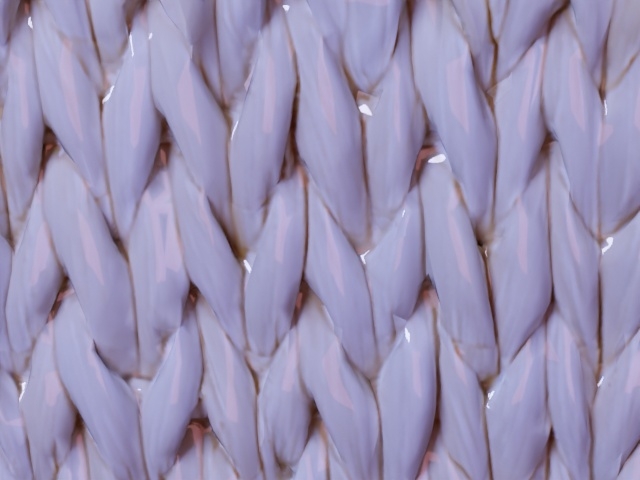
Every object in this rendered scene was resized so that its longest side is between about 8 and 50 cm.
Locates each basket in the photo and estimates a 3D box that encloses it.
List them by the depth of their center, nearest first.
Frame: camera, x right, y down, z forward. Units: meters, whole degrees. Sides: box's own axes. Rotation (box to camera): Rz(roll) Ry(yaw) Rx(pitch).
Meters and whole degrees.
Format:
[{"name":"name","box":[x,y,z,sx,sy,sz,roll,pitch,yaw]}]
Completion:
[{"name":"basket","box":[0.000,0.000,0.486,0.267,0.328,0.331,-2,111,5]}]
